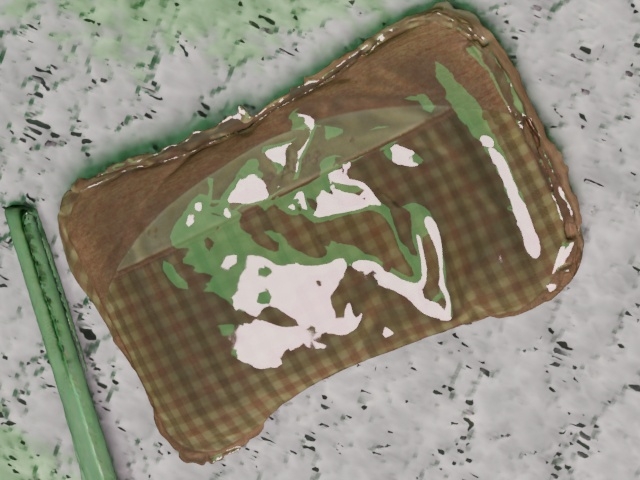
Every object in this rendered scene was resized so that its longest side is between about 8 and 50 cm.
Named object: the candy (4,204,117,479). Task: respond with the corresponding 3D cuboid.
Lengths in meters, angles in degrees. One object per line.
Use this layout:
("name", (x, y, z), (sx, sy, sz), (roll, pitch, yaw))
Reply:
("candy", (-0.087, 0.145, 0.825), (0.092, 0.093, 0.335), (-15, 87, -27))

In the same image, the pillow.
("pillow", (-0.001, -0.003, 0.789), (0.211, 0.034, 0.135), (-27, 91, 15))
